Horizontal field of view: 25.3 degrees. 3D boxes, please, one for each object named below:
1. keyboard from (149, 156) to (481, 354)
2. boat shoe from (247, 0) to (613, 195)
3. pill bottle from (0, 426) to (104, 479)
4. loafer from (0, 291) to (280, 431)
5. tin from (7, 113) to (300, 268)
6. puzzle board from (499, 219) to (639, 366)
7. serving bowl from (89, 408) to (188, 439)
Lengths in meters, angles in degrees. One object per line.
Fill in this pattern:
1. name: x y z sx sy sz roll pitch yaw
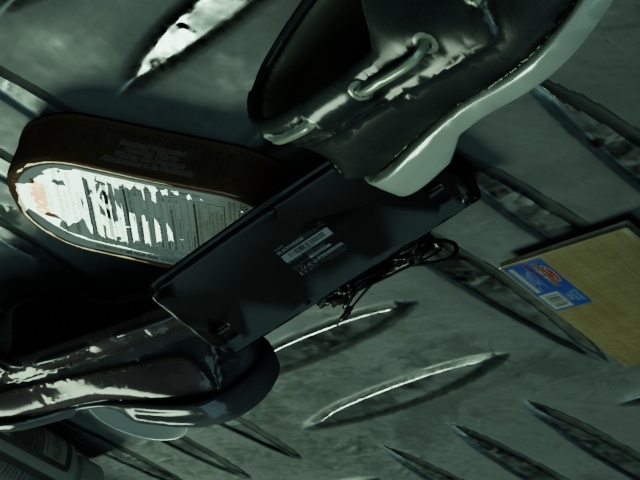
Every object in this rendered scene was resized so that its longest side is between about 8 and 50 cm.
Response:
1. keyboard: 0.000 0.000 0.822 0.192 0.038 0.100 -32 122 23
2. boat shoe: 0.047 -0.108 0.592 0.091 0.114 0.302 17 148 -13
3. pill bottle: -0.259 0.194 1.230 0.137 0.078 0.078 36 143 -29
4. loafer: -0.170 0.067 0.986 0.303 0.109 0.095 -3 123 31
5. tin: -0.097 -0.024 0.861 0.190 0.040 0.106 11 144 7
6. puzzle board: 0.183 0.033 0.850 0.128 0.011 0.096 36 144 -29
7. serving bowl: -0.140 0.126 1.119 0.083 0.027 0.083 12 148 7
